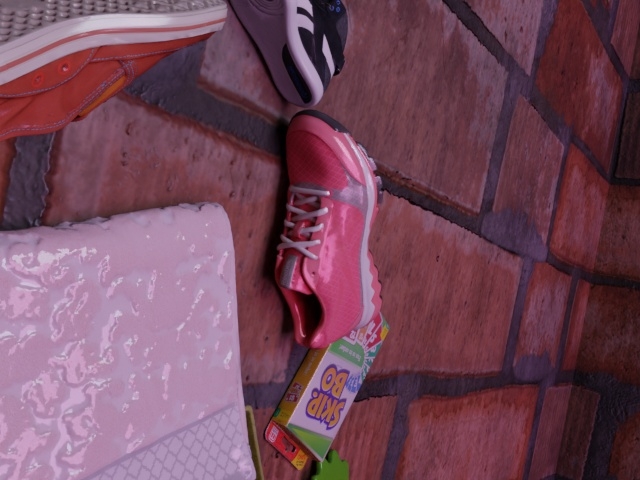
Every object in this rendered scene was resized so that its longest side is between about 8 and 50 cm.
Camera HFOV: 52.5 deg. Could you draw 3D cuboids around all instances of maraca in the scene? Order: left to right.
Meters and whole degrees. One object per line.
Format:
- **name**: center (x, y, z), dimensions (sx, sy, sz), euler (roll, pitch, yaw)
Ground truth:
- **maraca**: center (0.029, 0.408, 0.958), dimensions (0.127, 0.099, 0.186), euler (9, 66, -64)

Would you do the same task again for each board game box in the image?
- **board game box**: center (0.016, 0.197, 0.942), dimensions (0.260, 0.039, 0.124), euler (-57, 138, -25)

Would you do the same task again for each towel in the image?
- **towel**: center (-0.194, 0.137, 0.579), dimensions (0.331, 0.053, 0.317), euler (-14, 100, -51)

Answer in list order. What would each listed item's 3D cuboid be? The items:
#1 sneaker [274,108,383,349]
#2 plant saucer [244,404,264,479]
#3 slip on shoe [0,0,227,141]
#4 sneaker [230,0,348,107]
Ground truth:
- **sneaker**: center (0.001, 0.000, 0.802), dimensions (0.136, 0.115, 0.314), euler (-34, 124, -42)
- **plant saucer**: center (-0.143, 0.306, 0.736), dimensions (0.188, 0.045, 0.188), euler (-31, 122, -47)
- **slip on shoe**: center (-0.200, -0.152, 0.512), dimensions (0.331, 0.123, 0.101), euler (-44, 163, -46)
- **sneaker**: center (-0.030, -0.271, 0.736), dimensions (0.121, 0.079, 0.217), euler (-61, 148, -30)
